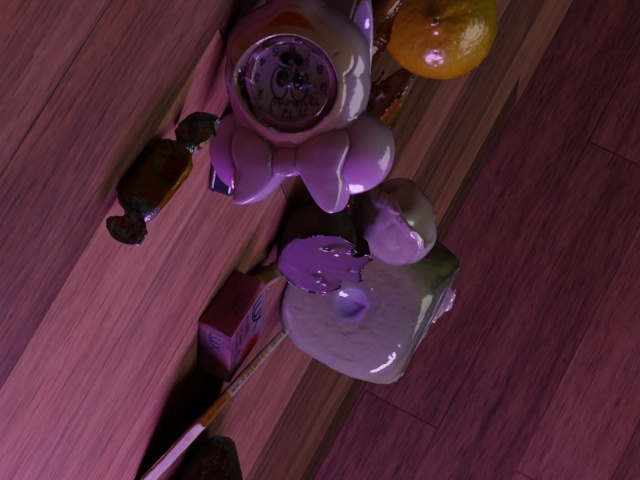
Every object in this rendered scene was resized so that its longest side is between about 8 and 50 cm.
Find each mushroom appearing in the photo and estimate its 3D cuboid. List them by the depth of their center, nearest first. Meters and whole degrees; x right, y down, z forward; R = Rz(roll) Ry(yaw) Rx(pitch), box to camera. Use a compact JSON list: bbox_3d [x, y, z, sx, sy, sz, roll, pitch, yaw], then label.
[{"bbox_3d":[0.000,0.000,1.993,0.188,0.141,0.117,113,-27,-63],"label":"mushroom"}]

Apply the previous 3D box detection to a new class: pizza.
[{"bbox_3d":[0.073,-0.188,2.041,0.147,0.069,0.226,-42,166,-39],"label":"pizza"}]

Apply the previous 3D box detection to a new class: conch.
[{"bbox_3d":[0.064,-0.299,1.717,0.232,0.086,0.080,-59,168,-10],"label":"conch"}]

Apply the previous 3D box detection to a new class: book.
[{"bbox_3d":[-0.167,0.263,1.961,0.208,0.020,0.295,-49,178,35],"label":"book"}]

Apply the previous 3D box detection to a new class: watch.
[{"bbox_3d":[-0.001,-0.174,1.457,0.217,0.211,0.248,-48,143,-67],"label":"watch"}]

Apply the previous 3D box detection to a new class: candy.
[{"bbox_3d":[-0.168,-0.066,1.330,0.182,0.053,0.046,-57,179,-28],"label":"candy"}]

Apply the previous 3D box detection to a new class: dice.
[{"bbox_3d":[0.089,0.096,2.271,0.252,0.254,0.250,-65,165,16],"label":"dice"}]

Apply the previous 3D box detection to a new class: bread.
[{"bbox_3d":[-0.094,0.064,1.957,0.049,0.034,0.088,-54,170,32],"label":"bread"}]

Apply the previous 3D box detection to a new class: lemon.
[{"bbox_3d":[0.182,-0.333,1.927,0.178,0.178,0.203,-65,171,11],"label":"lemon"}]

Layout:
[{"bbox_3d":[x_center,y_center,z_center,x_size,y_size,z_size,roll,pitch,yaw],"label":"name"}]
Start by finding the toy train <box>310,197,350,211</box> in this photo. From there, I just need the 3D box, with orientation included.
[{"bbox_3d":[0.001,-0.033,2.113,0.137,0.050,0.087,-62,163,3],"label":"toy train"}]

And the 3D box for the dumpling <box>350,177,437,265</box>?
[{"bbox_3d":[0.115,-0.037,2.052,0.132,0.162,0.250,-44,-171,1],"label":"dumpling"}]

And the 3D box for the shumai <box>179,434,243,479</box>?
[{"bbox_3d":[-0.217,0.455,2.108,0.272,0.204,0.222,-106,-171,-71],"label":"shumai"}]

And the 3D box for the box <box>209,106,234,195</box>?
[{"bbox_3d":[-0.097,-0.119,1.557,0.091,0.031,0.126,-50,161,-45],"label":"box"}]

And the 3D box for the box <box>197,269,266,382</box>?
[{"bbox_3d":[-0.131,0.129,1.885,0.111,0.060,0.156,-58,168,-30],"label":"box"}]
